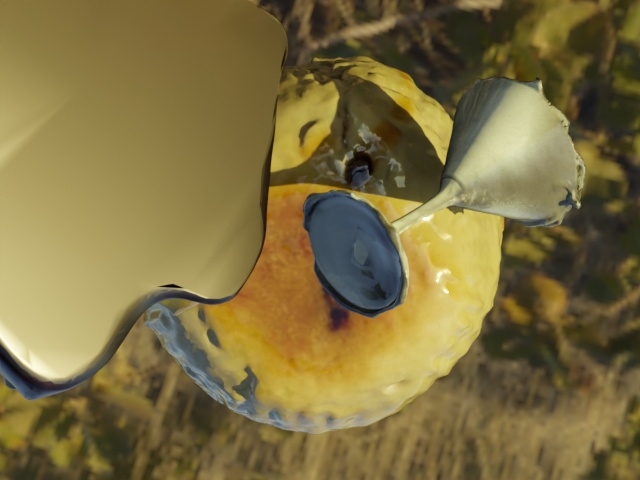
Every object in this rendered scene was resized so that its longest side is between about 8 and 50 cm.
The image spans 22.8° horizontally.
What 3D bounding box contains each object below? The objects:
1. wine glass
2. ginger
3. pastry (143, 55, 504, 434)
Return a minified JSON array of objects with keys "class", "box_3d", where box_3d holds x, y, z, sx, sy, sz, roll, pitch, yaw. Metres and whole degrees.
[{"class":"wine glass","box_3d":[0.103,-0.035,1.376,0.156,0.232,0.156,28,133,35]},{"class":"ginger","box_3d":[-0.207,-0.118,1.101,0.358,0.413,0.211,-19,-170,-34]},{"class":"pastry","box_3d":[0.000,0.000,1.638,0.388,0.389,0.312,19,-173,-2]}]
